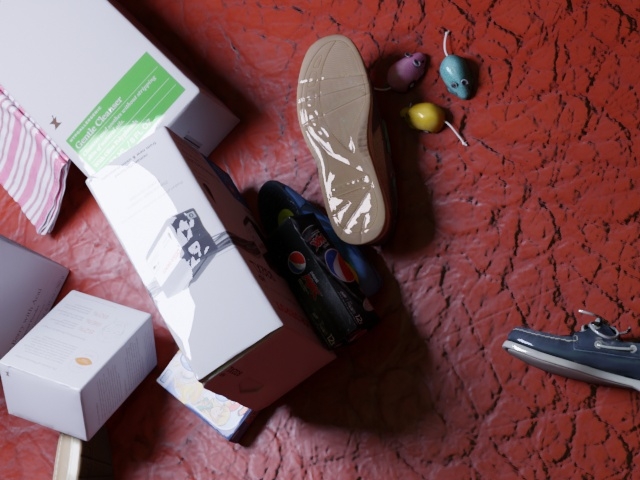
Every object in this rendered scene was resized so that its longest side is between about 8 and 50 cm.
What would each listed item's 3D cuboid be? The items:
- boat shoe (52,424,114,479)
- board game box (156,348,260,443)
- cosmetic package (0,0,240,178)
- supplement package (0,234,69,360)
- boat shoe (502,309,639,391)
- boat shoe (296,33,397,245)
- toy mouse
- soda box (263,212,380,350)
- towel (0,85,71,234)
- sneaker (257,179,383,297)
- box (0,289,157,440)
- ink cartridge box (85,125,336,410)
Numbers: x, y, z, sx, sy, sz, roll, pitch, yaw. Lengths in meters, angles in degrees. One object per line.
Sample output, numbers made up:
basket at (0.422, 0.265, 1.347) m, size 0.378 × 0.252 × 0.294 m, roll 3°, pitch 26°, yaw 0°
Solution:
boat shoe at (-0.339, 0.370, 1.947) m, size 0.098 × 0.109 × 0.302 m, roll 0°, pitch 82°, yaw 18°
board game box at (-0.104, 0.146, 1.955) m, size 0.136 × 0.035 × 0.201 m, roll 35°, pitch 90°, yaw 23°
cosmetic package at (-0.312, -0.228, 2.059) m, size 0.365 × 0.155 × 0.197 m, roll 43°, pitch 94°, yaw 22°
supplement package at (-0.505, 0.054, 1.980) m, size 0.175 × 0.293 × 0.177 m, roll 25°, pitch 87°, yaw 23°
boat shoe at (0.346, 0.134, 1.767) m, size 0.255 × 0.095 × 0.079 m, roll 13°, pitch 83°, yaw 20°
boat shoe at (0.040, -0.126, 1.940) m, size 0.103 × 0.092 × 0.285 m, roll -17°, pitch 75°, yaw 15°
toy mouse at (0.143, -0.216, 1.960) m, size 0.161 × 0.031 × 0.143 m, roll 20°, pitch 84°, yaw 23°
soda box at (0.001, 0.050, 1.858) m, size 0.060 × 0.053 × 0.169 m, roll -42°, pitch 71°, yaw 34°
towel at (-0.424, -0.118, 2.091) m, size 0.197 × 0.029 × 0.144 m, roll 45°, pitch 135°, yaw 24°
sneaker at (0.000, 0.000, 1.941) m, size 0.209 × 0.082 × 0.069 m, roll 47°, pitch 125°, yaw 24°
box at (-0.315, 0.161, 1.948) m, size 0.130 × 0.091 × 0.170 m, roll 16°, pitch 40°, yaw 23°
ink cartridge box at (-0.132, 0.038, 1.851) m, size 0.129 × 0.223 × 0.307 m, roll -34°, pitch 68°, yaw 6°
